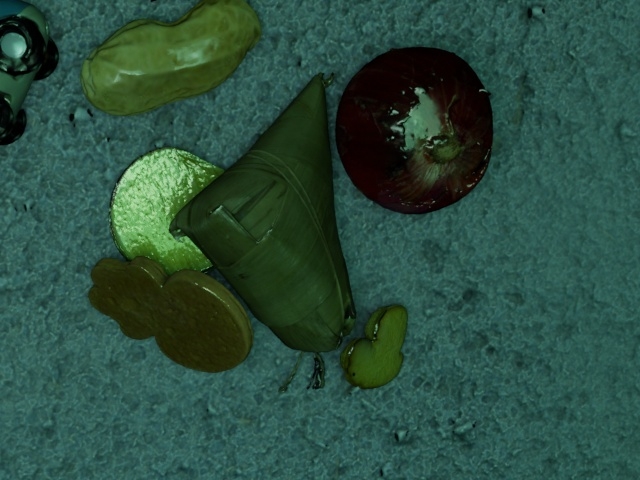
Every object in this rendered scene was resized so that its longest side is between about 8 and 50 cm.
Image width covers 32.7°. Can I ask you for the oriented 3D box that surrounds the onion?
[{"bbox_3d":[0.150,-0.179,1.785,0.276,0.276,0.276,-1,96,-11],"label":"onion"}]

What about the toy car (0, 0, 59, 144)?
[{"bbox_3d":[-0.525,-0.261,1.671,0.190,0.188,0.255,28,93,-6],"label":"toy car"}]

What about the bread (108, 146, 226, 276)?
[{"bbox_3d":[-0.241,-0.043,1.826,0.228,0.033,0.229,-1,96,-9],"label":"bread"}]

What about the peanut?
[{"bbox_3d":[-0.237,-0.296,1.748,0.305,0.147,0.147,-19,99,-10],"label":"peanut"}]

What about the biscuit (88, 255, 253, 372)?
[{"bbox_3d":[-0.243,0.116,1.781,0.288,0.044,0.202,20,131,12],"label":"biscuit"}]

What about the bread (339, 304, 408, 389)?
[{"bbox_3d":[0.085,0.175,1.867,0.187,0.065,0.149,3,105,-55],"label":"bread"}]

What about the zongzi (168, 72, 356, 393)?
[{"bbox_3d":[0.000,0.000,1.839,0.418,0.181,0.447,-54,124,-30],"label":"zongzi"}]
